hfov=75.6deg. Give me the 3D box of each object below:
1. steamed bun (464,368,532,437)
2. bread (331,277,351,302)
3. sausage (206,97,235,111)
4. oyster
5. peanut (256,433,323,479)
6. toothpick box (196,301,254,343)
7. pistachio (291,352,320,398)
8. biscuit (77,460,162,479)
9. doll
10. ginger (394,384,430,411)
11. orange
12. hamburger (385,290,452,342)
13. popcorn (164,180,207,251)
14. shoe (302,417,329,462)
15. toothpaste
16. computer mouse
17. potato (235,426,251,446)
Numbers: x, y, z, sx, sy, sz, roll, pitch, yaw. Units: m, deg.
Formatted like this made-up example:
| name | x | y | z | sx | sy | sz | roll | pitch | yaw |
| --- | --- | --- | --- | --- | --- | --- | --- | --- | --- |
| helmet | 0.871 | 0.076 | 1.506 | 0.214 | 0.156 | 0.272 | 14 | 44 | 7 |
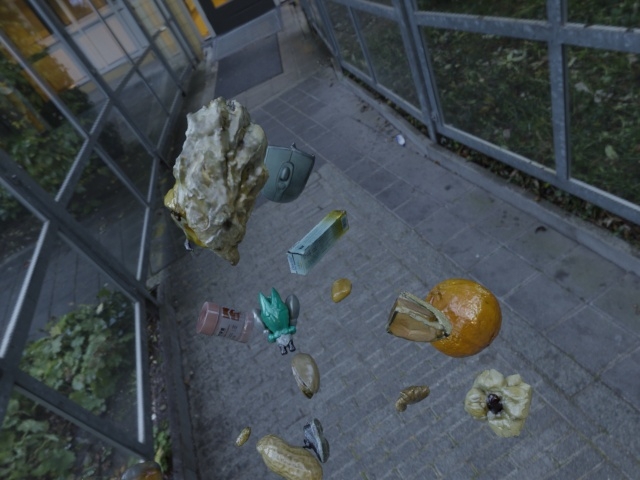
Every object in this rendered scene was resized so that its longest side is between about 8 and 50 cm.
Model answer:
| name | x | y | z | sx | sy | sz | roll | pitch | yaw |
| --- | --- | --- | --- | --- | --- | --- | --- | --- | --- |
| steamed bun | 0.542 | 0.481 | 1.237 | 0.178 | 0.106 | 0.192 | 31 | 90 | 22 |
| bread | 0.071 | 0.175 | 1.507 | 0.082 | 0.056 | 0.115 | -35 | 10 | 21 |
| sausage | -0.187 | -0.209 | 0.835 | 0.098 | 0.098 | 0.238 | -29 | 45 | -1 |
| oyster | -0.132 | -0.079 | 0.546 | 0.208 | 0.133 | 0.072 | -65 | 29 | 7 |
| peanut | -0.137 | 0.955 | 1.801 | 0.326 | 0.140 | 0.153 | 23 | 33 | 24 |
| toothpick box | -0.288 | 0.250 | 1.254 | 0.098 | 0.149 | 0.098 | -45 | 35 | 43 |
| pistachio | -0.071 | 0.643 | 1.975 | 0.136 | 0.135 | 0.225 | -26 | 50 | 3 |
| biscuit | -0.475 | 0.690 | 0.952 | 0.062 | 0.237 | 0.290 | -36 | 61 | 40 |
| doll | -0.184 | 0.320 | 1.631 | 0.195 | 0.153 | 0.257 | 7 | 68 | -4 |
| ginger | 0.364 | 0.594 | 1.587 | 0.214 | 0.132 | 0.059 | -6 | 41 | -37 |
| orange | 0.582 | 0.318 | 1.746 | 0.340 | 0.293 | 0.340 | -47 | 5 | 5 |
| hamburger | 0.340 | 0.282 | 1.429 | 0.208 | 0.155 | 0.135 | 18 | 36 | 9 |
| popcorn | -0.474 | -0.116 | 1.652 | 0.281 | 0.297 | 0.316 | -45 | 9 | -32 |
| shoe | -0.030 | 0.822 | 1.677 | 0.100 | 0.071 | 0.168 | -26 | 67 | 15 |
| toothpaste | 0.000 | 0.000 | 1.441 | 0.071 | 0.089 | 0.313 | 8 | 35 | 31 |
| computer mouse | -0.137 | -0.228 | 1.515 | 0.189 | 0.371 | 0.121 | 13 | 64 | -10 |
| potato | -0.333 | 0.855 | 1.801 | 0.045 | 0.046 | 0.092 | 27 | 76 | 34 |
